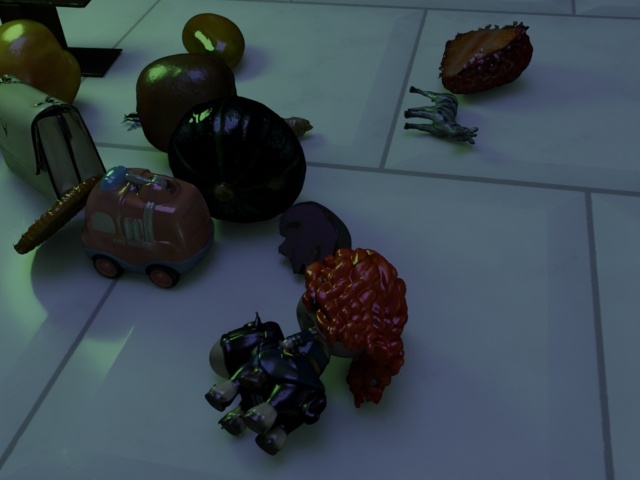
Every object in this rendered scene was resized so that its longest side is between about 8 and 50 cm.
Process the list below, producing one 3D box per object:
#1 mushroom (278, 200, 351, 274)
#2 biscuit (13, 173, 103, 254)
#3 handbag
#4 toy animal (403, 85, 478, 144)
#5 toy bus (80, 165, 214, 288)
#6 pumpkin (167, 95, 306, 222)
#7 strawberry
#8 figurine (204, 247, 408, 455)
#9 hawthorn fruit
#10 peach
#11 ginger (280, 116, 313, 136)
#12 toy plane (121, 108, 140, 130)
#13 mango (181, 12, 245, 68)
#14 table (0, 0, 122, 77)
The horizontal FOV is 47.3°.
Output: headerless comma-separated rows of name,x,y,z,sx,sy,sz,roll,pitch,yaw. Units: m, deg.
mushroom,0.000,0.000,1.570,0.117,0.141,0.188,11,29,-39
biscuit,-0.573,-0.060,1.613,0.035,0.254,0.254,48,49,-9
handbag,-0.690,-0.256,1.785,0.160,0.237,0.358,-30,38,-30
toy animal,0.304,-0.324,1.951,0.170,0.090,0.255,-3,43,-7
toy bus,-0.375,-0.046,1.564,0.287,0.232,0.194,12,46,13
pumpkin,-0.188,-0.168,1.634,0.315,0.315,0.238,2,47,6
strawberry,0.486,-0.504,2.104,0.253,0.150,0.280,-8,38,27
figurine,-0.017,0.189,1.296,0.411,0.241,0.306,-32,21,-5
hawthorn fruit,-0.360,-0.350,1.887,0.301,0.268,0.268,-2,41,5
peach,-0.846,-0.456,2.043,0.308,0.289,0.289,-45,51,-7
ginger,-0.127,-0.282,1.938,0.137,0.074,0.213,28,54,24
toy plane,-0.522,-0.339,2.069,0.084,0.024,0.078,6,60,11
mango,-0.327,-0.624,2.305,0.175,0.139,0.254,-35,57,-16
table,-0.812,-0.667,2.302,0.282,0.251,0.196,5,40,8
